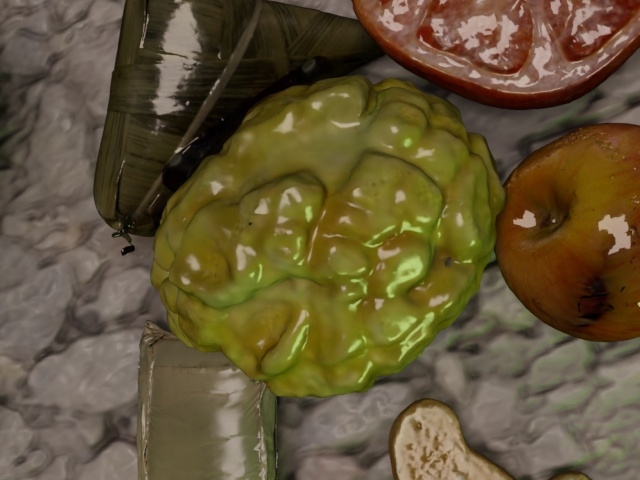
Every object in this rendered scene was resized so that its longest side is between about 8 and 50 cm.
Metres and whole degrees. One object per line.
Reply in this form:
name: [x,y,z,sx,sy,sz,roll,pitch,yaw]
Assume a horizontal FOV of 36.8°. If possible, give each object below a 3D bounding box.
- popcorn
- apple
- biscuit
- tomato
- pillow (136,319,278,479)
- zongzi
popcorn: [0.004,-0.006,0.623,0.235,0.216,0.181,-34,106,35]
apple: [0.178,-0.004,0.604,0.147,0.146,0.146,-1,87,13]
biscuit: [0.133,0.221,0.655,0.234,0.030,0.153,27,85,6]
tomato: [0.137,-0.197,0.652,0.237,0.095,0.236,-2,84,15]
pillow: [-0.083,0.163,0.701,0.119,0.053,0.208,-1,86,25]
zongzi: [-0.055,-0.080,0.703,0.204,0.094,0.204,11,99,-10]
